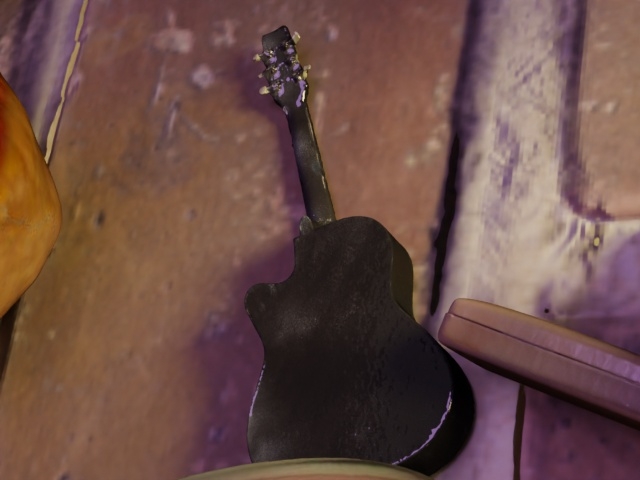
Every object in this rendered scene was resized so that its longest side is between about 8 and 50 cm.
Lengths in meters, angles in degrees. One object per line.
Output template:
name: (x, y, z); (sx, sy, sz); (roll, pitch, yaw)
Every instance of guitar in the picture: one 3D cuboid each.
guitar: (0.000, 0.000, 0.664); (0.088, 0.025, 0.233); (-24, 56, 17)

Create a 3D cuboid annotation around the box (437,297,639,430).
box: (0.099, 0.048, 0.569); (0.115, 0.048, 0.025); (20, 82, 35)

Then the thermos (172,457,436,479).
thermos: (-0.006, 0.222, 0.482); (0.176, 0.146, 0.265); (126, 142, -48)

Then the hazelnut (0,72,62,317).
hazelnut: (-0.206, -0.028, 0.709); (0.182, 0.182, 0.182); (-13, 59, 22)
